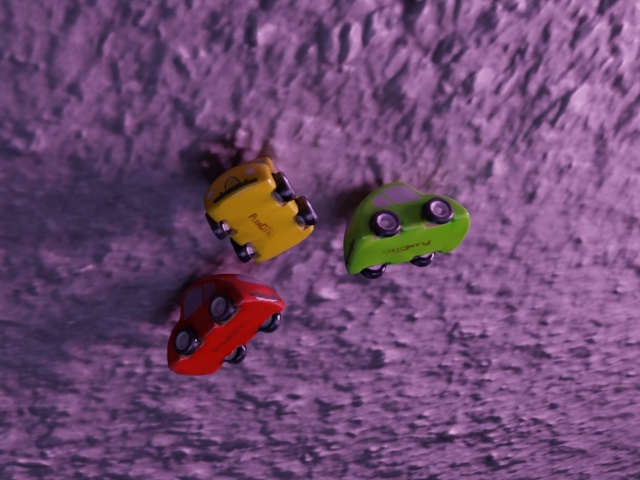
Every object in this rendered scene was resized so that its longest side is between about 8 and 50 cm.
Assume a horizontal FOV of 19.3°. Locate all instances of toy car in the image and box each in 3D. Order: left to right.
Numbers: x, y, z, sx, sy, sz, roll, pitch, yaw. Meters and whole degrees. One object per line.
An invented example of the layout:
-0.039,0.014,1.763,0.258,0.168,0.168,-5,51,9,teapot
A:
0.000,0.000,1.371,0.225,0.053,0.239,-12,148,-22,toy car
